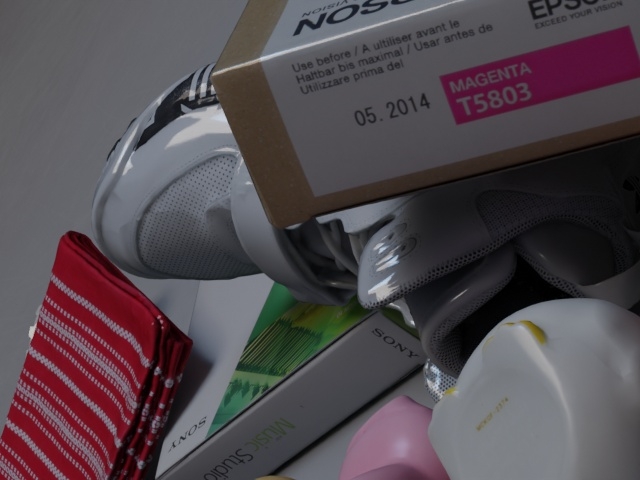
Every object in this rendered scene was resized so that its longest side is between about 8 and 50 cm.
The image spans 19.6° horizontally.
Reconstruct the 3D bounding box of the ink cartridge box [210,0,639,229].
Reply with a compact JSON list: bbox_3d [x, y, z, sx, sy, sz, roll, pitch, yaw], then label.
[{"bbox_3d":[0.086,-0.112,0.863,0.235,0.088,0.193,-14,26,19],"label":"ink cartridge box"}]

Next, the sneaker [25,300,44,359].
[{"bbox_3d":[-0.180,0.115,1.449,0.095,0.090,0.235,-24,45,42],"label":"sneaker"}]

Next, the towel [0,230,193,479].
[{"bbox_3d":[-0.180,0.146,1.295,0.199,0.031,0.274,37,110,54],"label":"towel"}]

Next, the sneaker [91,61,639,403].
[{"bbox_3d":[0.018,-0.004,0.996,0.366,0.137,0.210,-16,42,25],"label":"sneaker"}]

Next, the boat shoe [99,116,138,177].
[{"bbox_3d":[-0.132,-0.069,1.590,0.079,0.084,0.233,-59,18,-4],"label":"boat shoe"}]

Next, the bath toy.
[{"bbox_3d":[0.038,0.138,0.796,0.348,0.129,0.151,-45,54,37],"label":"bath toy"}]

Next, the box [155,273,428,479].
[{"bbox_3d":[0.000,0.000,1.241,0.232,0.058,0.322,-40,29,37],"label":"box"}]
